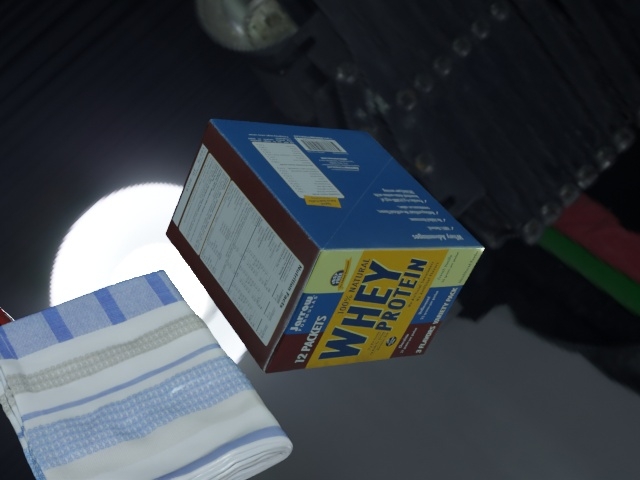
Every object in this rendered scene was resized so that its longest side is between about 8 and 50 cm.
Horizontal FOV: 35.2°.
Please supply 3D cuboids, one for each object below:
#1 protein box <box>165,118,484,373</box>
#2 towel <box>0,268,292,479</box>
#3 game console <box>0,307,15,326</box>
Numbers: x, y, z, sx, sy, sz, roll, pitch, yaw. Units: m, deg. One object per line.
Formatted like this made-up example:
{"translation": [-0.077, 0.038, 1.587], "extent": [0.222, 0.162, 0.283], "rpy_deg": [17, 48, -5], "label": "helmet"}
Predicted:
{"translation": [0.000, 0.000, 0.949], "extent": [0.199, 0.136, 0.201], "rpy_deg": [-1, 38, -40], "label": "protein box"}
{"translation": [-0.178, 0.138, 0.919], "extent": [0.285, 0.209, 0.034], "rpy_deg": [47, -31, 42], "label": "towel"}
{"translation": [-0.474, 0.130, 1.372], "extent": [0.144, 0.085, 0.124], "rpy_deg": [34, -4, 32], "label": "game console"}
